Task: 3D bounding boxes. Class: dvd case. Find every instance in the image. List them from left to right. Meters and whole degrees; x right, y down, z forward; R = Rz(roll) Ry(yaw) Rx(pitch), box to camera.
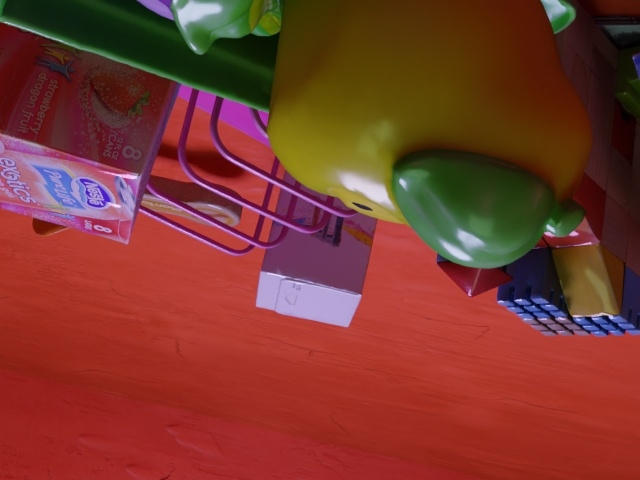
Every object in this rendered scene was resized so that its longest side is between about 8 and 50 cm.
[{"bbox_3d":[0.262,-0.177,0.937,0.119,0.013,0.087,5,155,20],"label":"dvd case"}]

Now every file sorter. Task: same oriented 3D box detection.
[{"bbox_3d":[-0.056,-0.113,1.041,0.202,0.182,0.291,27,153,-28],"label":"file sorter"}]

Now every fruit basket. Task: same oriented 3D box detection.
[{"bbox_3d":[0.008,-0.134,0.634,0.283,0.392,0.392,-20,141,34],"label":"fruit basket"}]

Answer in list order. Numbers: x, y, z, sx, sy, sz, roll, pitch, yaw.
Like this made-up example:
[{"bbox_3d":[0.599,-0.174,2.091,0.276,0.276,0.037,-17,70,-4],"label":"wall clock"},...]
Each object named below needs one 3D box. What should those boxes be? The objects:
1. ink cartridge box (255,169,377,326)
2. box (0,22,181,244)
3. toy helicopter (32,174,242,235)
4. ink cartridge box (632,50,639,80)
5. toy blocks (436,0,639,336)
[{"bbox_3d":[0.000,0.000,1.268,0.127,0.176,0.128,14,157,0],"label":"ink cartridge box"},{"bbox_3d":[-0.182,-0.170,0.836,0.154,0.300,0.142,16,154,-8],"label":"box"},{"bbox_3d":[-0.279,-0.065,1.334,0.355,0.140,0.235,12,158,-2],"label":"toy helicopter"},{"bbox_3d":[0.386,-0.077,0.814,0.223,0.045,0.224,-10,131,27],"label":"ink cartridge box"},{"bbox_3d":[0.240,-0.031,0.934,0.191,0.261,0.381,-7,154,41],"label":"toy blocks"}]
